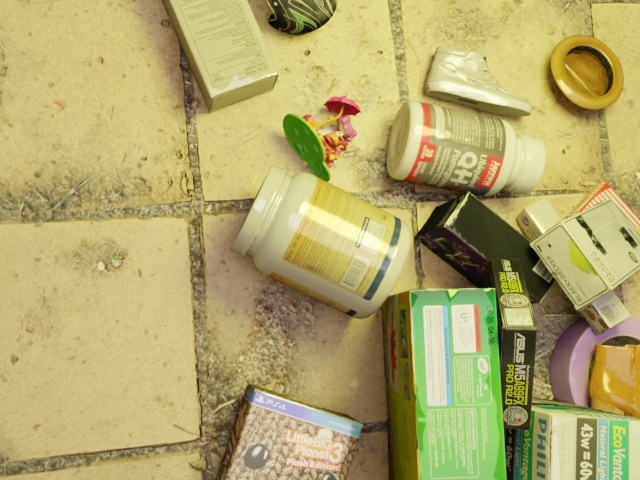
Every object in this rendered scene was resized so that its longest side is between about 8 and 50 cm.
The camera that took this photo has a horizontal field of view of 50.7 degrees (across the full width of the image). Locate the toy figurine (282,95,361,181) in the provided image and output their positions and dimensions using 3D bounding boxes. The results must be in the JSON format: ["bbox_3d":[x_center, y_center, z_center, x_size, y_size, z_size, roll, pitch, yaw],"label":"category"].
[{"bbox_3d":[0.028,-0.242,1.488,0.159,0.130,0.173,-39,113,-22],"label":"toy figurine"}]

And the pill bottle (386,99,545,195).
[{"bbox_3d":[0.321,-0.194,1.495,0.318,0.176,0.176,10,81,-10],"label":"pill bottle"}]

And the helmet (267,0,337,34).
[{"bbox_3d":[-0.045,-0.537,1.473,0.169,0.161,0.169,1,83,-11],"label":"helmet"}]

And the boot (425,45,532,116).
[{"bbox_3d":[0.378,-0.374,1.569,0.258,0.095,0.123,13,88,-8],"label":"boot"}]

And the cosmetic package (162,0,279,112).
[{"bbox_3d":[-0.225,-0.454,1.454,0.160,0.113,0.309,-22,88,-13],"label":"cosmetic package"}]

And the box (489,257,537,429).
[{"bbox_3d":[0.358,0.185,1.282,0.060,0.270,0.216,-1,114,10],"label":"box"}]

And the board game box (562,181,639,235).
[{"bbox_3d":[0.688,-0.020,1.613,0.147,0.045,0.193,-45,92,-13],"label":"board game box"}]

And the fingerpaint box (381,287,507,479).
[{"bbox_3d":[0.227,0.322,1.308,0.163,0.371,0.445,-1,82,-3],"label":"fingerpaint box"}]

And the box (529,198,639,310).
[{"bbox_3d":[0.581,0.023,1.427,0.290,0.087,0.169,-16,69,-46],"label":"box"}]

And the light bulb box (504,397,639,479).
[{"bbox_3d":[0.456,0.504,1.341,0.225,0.361,0.358,6,81,-11],"label":"light bulb box"}]

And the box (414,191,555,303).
[{"bbox_3d":[0.359,0.025,1.472,0.261,0.184,0.103,38,80,-4],"label":"box"}]

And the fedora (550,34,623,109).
[{"bbox_3d":[0.630,-0.395,1.631,0.194,0.079,0.194,2,77,-7],"label":"fedora"}]

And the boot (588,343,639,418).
[{"bbox_3d":[0.724,0.335,1.456,0.295,0.104,0.211,12,81,-5],"label":"boot"}]

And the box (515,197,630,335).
[{"bbox_3d":[0.565,0.057,1.523,0.067,0.063,0.324,-26,71,-15],"label":"box"}]

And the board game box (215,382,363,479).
[{"bbox_3d":[-0.078,0.465,1.353,0.232,0.141,0.291,19,80,-8],"label":"board game box"}]

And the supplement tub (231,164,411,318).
[{"bbox_3d":[0.000,0.000,1.381,0.316,0.228,0.228,26,79,-7],"label":"supplement tub"}]

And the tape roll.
[{"bbox_3d":[0.671,0.308,1.547,0.274,0.090,0.275,1,82,-10],"label":"tape roll"}]
